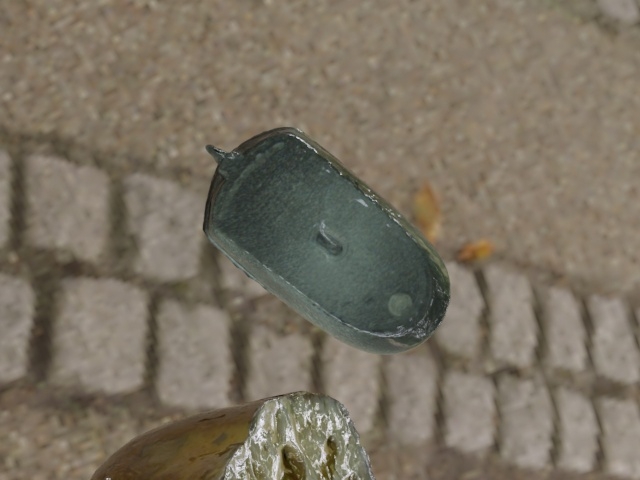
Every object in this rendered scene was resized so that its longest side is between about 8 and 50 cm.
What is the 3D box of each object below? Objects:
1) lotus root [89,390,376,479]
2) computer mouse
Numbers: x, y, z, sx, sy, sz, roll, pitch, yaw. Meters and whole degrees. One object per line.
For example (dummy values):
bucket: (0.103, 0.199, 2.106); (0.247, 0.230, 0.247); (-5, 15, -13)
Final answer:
lotus root: (-0.030, 0.115, 0.677); (0.112, 0.081, 0.122); (-53, 128, -61)
computer mouse: (0.002, 0.002, 1.488); (0.229, 0.113, 0.068); (40, -2, 18)
